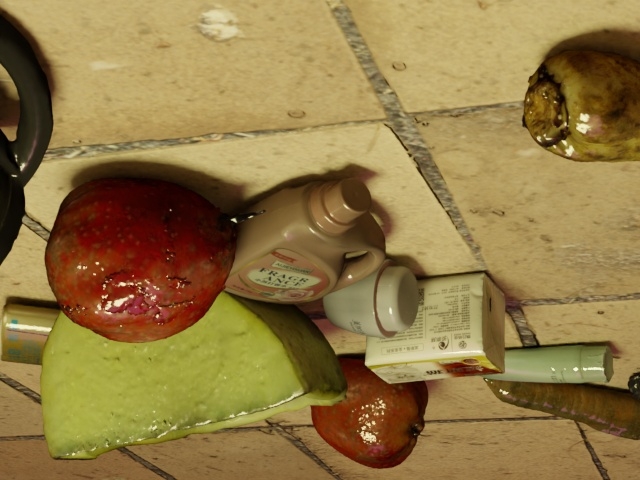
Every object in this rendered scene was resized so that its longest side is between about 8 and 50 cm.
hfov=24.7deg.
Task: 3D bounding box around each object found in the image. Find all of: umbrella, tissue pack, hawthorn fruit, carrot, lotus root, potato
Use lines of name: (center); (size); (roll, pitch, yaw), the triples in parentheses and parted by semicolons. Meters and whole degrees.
umbrella: (0.474, 0.185, 1.971); (0.037, 0.040, 0.144); (10, 161, -33)
tissue pack: (0.138, 0.107, 1.746); (0.149, 0.106, 0.099); (-7, 156, 23)
hawthorn fruit: (0.044, 0.225, 2.020); (0.203, 0.162, 0.162); (17, 160, 15)
carrot: (0.385, 0.237, 2.079); (0.342, 0.070, 0.070); (12, 156, -15)
lotus root: (0.260, -0.109, 1.252); (0.191, 0.094, 0.108); (7, -178, -29)
hawthorn fruit: (-0.165, 0.013, 1.501); (0.235, 0.181, 0.181); (-14, 153, 15)
potato: (-0.136, 0.126, 1.763); (0.330, 0.212, 0.280); (-15, 170, 17)

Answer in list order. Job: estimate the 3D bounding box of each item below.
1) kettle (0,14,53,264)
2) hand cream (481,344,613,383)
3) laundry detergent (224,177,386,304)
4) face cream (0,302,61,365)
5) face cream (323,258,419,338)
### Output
kettle: (-0.379, -0.079, 1.271); (0.251, 0.207, 0.271); (4, 150, 16)
hand cream: (0.284, 0.165, 1.944); (0.205, 0.050, 0.078); (-4, 156, 27)
laundry detergent: (0.000, 0.000, 1.560); (0.171, 0.076, 0.237); (16, 152, -33)
face cream: (-0.277, 0.138, 1.926); (0.285, 0.067, 0.139); (8, 158, -10)
face cream: (0.059, 0.067, 1.685); (0.095, 0.091, 0.091); (-1, 158, 27)
